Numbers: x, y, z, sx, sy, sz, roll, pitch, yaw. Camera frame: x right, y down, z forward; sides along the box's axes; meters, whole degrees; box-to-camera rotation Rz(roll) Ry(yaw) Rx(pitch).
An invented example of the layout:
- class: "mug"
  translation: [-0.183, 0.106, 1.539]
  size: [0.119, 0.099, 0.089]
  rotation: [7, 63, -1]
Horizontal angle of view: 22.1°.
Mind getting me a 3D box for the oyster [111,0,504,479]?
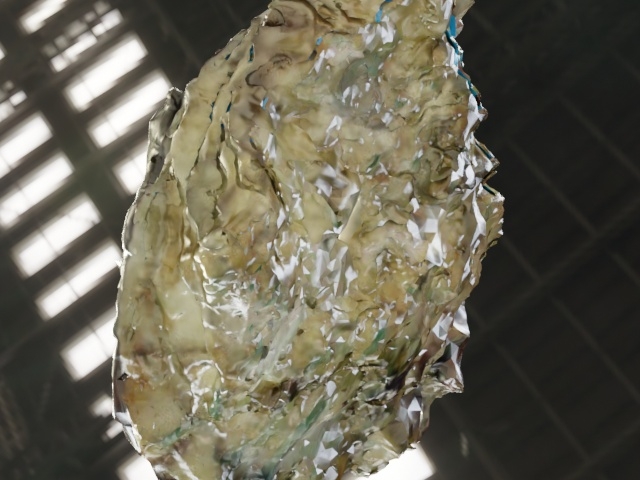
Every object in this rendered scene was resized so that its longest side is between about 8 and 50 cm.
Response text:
- class: "oyster"
  translation: [0.006, 0.004, 0.693]
  size: [0.092, 0.198, 0.259]
  rotation: [17, -77, 41]
